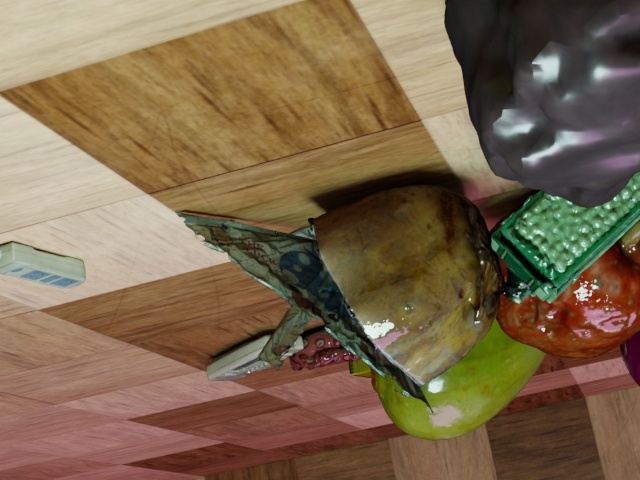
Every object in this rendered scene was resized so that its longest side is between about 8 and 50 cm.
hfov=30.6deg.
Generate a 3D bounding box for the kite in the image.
[{"bbox_3d":[-0.009,0.073,1.469,0.014,0.406,0.368,-52,-179,26],"label":"kite"}]

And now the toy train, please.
[{"bbox_3d":[0.313,-0.035,1.409,0.269,0.115,0.154,-42,163,-3],"label":"toy train"}]

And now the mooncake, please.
[{"bbox_3d":[0.294,-0.172,0.957,0.381,0.212,0.350,-19,154,21],"label":"mooncake"}]

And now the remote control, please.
[{"bbox_3d":[-0.129,0.217,2.199,0.090,0.049,0.230,4,158,-38],"label":"remote control"}]

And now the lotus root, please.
[{"bbox_3d":[0.126,0.037,1.465,0.192,0.272,0.272,-26,160,11],"label":"lotus root"}]

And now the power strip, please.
[{"bbox_3d":[-0.367,0.032,1.505,0.047,0.030,0.191,-19,161,24],"label":"power strip"}]

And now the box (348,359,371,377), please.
[{"bbox_3d":[0.214,0.244,2.508,0.279,0.041,0.153,-21,161,29],"label":"box"}]

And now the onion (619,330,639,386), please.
[{"bbox_3d":[0.653,0.106,1.943,0.347,0.348,0.385,-17,128,21],"label":"onion"}]

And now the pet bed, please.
[{"bbox_3d":[0.030,0.200,2.235,0.201,0.054,0.201,-14,162,-5],"label":"pet bed"}]

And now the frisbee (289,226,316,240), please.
[{"bbox_3d":[0.000,0.000,1.637,0.110,0.014,0.110,-9,163,-3],"label":"frisbee"}]

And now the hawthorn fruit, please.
[{"bbox_3d":[0.351,0.041,1.601,0.258,0.258,0.262,-5,-170,-16],"label":"hawthorn fruit"}]

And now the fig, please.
[{"bbox_3d":[0.242,0.195,2.020,0.326,0.258,0.258,-22,166,-13],"label":"fig"}]
